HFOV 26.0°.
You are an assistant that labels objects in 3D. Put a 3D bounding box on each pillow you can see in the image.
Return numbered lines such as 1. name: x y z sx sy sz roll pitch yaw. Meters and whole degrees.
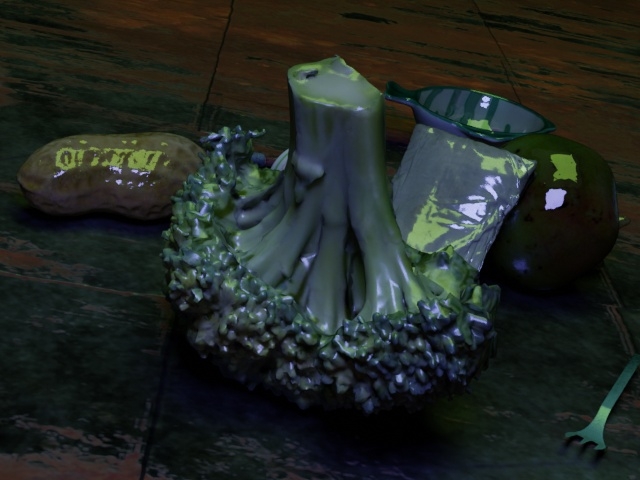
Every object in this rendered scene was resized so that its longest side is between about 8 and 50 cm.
1. pillow: 0.121 -0.013 1.475 0.148 0.050 0.230 21 67 23

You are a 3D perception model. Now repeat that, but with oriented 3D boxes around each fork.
1. fork: 0.283 0.160 1.346 0.039 0.021 0.235 25 24 18

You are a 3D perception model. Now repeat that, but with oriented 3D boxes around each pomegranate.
1. pomegranate: 0.273 -0.028 1.601 0.224 0.181 0.181 16 13 -48

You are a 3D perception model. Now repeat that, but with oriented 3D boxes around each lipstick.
1. lipstick: -0.093 -0.104 1.762 0.107 0.025 0.025 4 24 -29

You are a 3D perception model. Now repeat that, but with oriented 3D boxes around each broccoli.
1. broccoli: -0.013 0.019 1.225 0.249 0.302 0.375 -38 46 -10

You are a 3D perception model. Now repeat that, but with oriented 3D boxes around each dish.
1. dish: 0.203 -0.155 1.953 0.246 0.078 0.224 13 23 1

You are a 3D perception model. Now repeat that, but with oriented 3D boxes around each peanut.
1. peanut: -0.223 -0.070 1.531 0.226 0.095 0.108 -1 29 -25

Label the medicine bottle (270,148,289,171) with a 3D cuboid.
1. medicine bottle: 0.025 -0.041 1.595 0.086 0.086 0.183 -11 31 -42
